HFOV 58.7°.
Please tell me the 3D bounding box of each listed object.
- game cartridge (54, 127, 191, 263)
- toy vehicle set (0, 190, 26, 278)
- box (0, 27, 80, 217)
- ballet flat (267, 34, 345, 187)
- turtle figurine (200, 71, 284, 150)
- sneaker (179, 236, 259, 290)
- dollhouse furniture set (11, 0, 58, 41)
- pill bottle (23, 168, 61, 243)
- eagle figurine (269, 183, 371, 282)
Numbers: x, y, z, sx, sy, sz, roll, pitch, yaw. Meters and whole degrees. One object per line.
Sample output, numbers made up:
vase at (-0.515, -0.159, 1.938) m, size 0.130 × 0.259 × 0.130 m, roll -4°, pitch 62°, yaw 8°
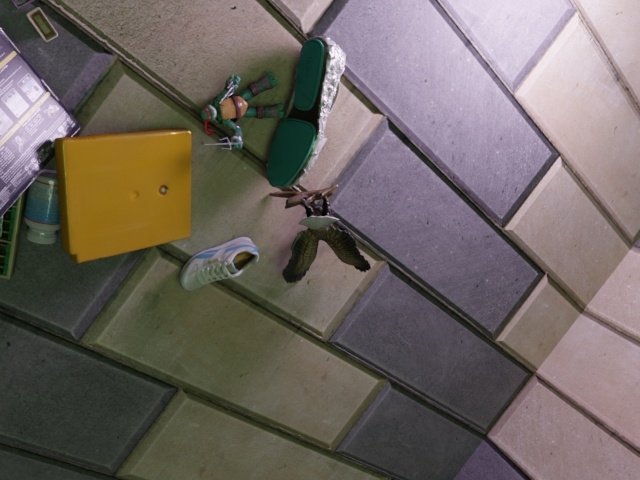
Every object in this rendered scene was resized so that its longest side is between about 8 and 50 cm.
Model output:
game cartridge at (-0.449, -0.112, 1.338) m, size 0.324 × 0.053 × 0.285 m, roll -15°, pitch 119°, yaw -45°
toy vehicle set at (-0.755, -0.056, 1.262) m, size 0.166 × 0.035 × 0.267 m, roll 12°, pitch 105°, yaw -15°
box at (-0.680, -0.213, 1.068) m, size 0.318 × 0.097 × 0.395 m, roll 61°, pitch 37°, yaw -40°
ballet flat at (-0.019, -0.322, 1.493) m, size 0.147 × 0.147 × 0.409 m, roll 11°, pitch 105°, yaw -30°
turtle figurine at (-0.208, -0.328, 1.400) m, size 0.234 × 0.118 × 0.175 m, roll -27°, pitch 130°, yaw -30°
sneaker at (-0.276, 0.068, 1.544) m, size 0.229 × 0.092 × 0.087 m, roll -30°, pitch 122°, yaw -11°
dollhouse furniture set at (-0.572, -0.478, 1.175) m, size 0.091 × 0.081 × 0.114 m, roll -35°, pitch 122°, yaw -10°
pill bottle at (-0.630, -0.077, 1.309) m, size 0.087 × 0.087 × 0.160 m, roll 9°, pitch 106°, yaw -29°
eagle figurine at (0.006, -0.004, 1.602) m, size 0.225 × 0.226 × 0.298 m, roll -26°, pitch 117°, yaw -38°
